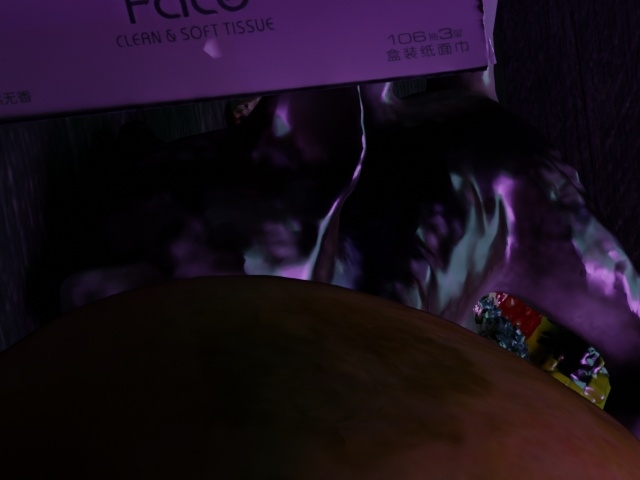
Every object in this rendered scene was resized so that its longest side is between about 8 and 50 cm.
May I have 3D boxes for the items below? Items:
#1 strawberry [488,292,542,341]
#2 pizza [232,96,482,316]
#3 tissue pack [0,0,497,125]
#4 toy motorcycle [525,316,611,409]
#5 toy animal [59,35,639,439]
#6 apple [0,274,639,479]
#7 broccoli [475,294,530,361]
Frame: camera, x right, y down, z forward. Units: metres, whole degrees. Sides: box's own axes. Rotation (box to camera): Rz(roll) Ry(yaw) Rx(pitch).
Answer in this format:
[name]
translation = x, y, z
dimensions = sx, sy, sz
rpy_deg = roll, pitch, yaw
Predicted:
[strawberry]
translation = 0.080, 0.054, 1.624
dimensions = 0.244, 0.205, 0.205
rpy_deg = -52, 142, -38
[pizza]
translation = 0.000, -0.001, 1.310
dimensions = 0.080, 0.188, 0.204
rpy_deg = -34, 108, -31
[tissue pack]
translation = -0.049, -0.131, 0.830
dimensions = 0.148, 0.246, 0.092
rpy_deg = -77, 158, -58
[toy motorcycle]
translation = 0.157, 0.208, 1.677
dimensions = 0.142, 0.206, 0.342
rpy_deg = 42, 48, -7
[toy animal]
translation = 0.000, 0.000, 1.033
dimensions = 0.344, 0.194, 0.302
rpy_deg = -10, 85, -42
[apple]
translation = -0.011, 0.190, 0.676
dimensions = 0.364, 0.364, 0.364
rpy_deg = -4, 90, -78
[broccoli]
translation = 0.072, 0.130, 1.452
dimensions = 0.219, 0.194, 0.194
rpy_deg = 111, -15, -57
